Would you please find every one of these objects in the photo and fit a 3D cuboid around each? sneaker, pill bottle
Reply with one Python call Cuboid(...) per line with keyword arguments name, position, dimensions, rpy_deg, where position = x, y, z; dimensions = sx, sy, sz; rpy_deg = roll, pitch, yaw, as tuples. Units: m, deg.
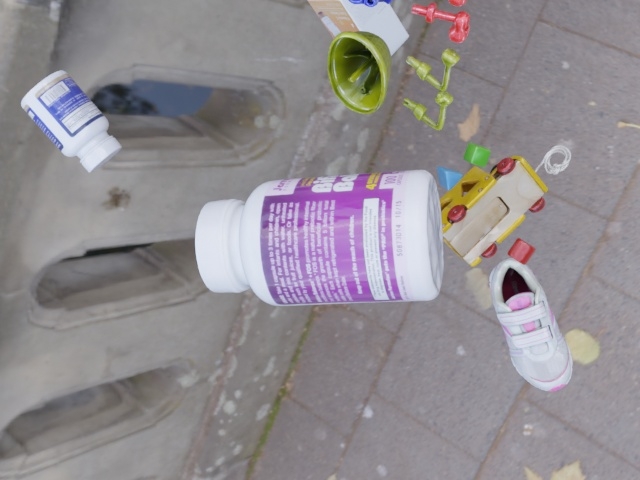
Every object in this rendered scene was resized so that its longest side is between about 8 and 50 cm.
Cuboid(name="sneaker", position=(0.352, 0.139, 1.406), dimensions=(0.103, 0.111, 0.252), rpy_deg=(-26, 65, 11))
Cuboid(name="pill bottle", position=(0.000, 0.000, 1.055), dimensions=(0.301, 0.169, 0.169), rpy_deg=(-3, 94, 15))
Cuboid(name="pill bottle", position=(-0.487, -0.231, 1.611), dimensions=(0.112, 0.112, 0.187), rpy_deg=(-34, 100, 31))

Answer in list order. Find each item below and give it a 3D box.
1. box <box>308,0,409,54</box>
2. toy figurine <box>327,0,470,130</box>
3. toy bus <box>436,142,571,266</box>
Cuboid(name="box", position=(0.078, -0.460, 1.686), dimensions=(0.091, 0.170, 0.130), rpy_deg=(-48, 33, -13))
Cuboid(name="toy figurine", position=(0.116, -0.343, 0.995), dimensions=(0.191, 0.217, 0.362), rpy_deg=(16, 146, 17))
Cuboid(name="toy bus", position=(0.252, -0.064, 1.237), dimensions=(0.104, 0.202, 0.191), rpy_deg=(-129, 40, -62))
